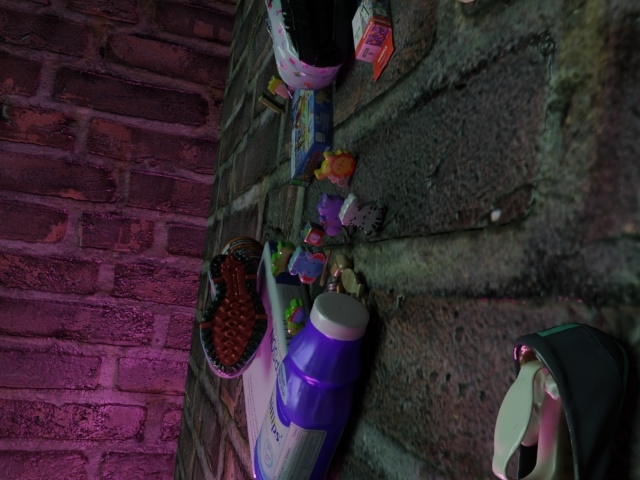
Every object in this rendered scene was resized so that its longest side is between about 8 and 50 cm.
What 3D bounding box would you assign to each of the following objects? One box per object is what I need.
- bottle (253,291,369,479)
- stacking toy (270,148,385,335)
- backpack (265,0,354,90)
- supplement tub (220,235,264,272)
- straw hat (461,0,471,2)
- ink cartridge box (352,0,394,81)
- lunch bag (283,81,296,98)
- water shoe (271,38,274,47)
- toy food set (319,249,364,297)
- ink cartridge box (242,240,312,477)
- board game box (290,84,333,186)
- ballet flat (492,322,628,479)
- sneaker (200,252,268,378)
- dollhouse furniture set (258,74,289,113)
[{"bbox_3d":[-0.012,0.197,0.715,0.118,0.092,0.283,-108,31,-57],"label":"bottle"},{"bbox_3d":[0.000,0.000,0.782,0.221,0.052,0.167,-61,23,21],"label":"stacking toy"},{"bbox_3d":[-0.014,-0.335,0.918,0.115,0.151,0.182,134,129,-71],"label":"backpack"},{"bbox_3d":[-0.161,0.053,1.243,0.198,0.105,0.106,-134,54,-68],"label":"supplement tub"},{"bbox_3d":[0.131,-0.305,0.539,0.144,0.061,0.145,-172,90,-72],"label":"straw hat"},{"bbox_3d":[0.070,-0.278,0.777,0.063,0.029,0.115,124,150,-54],"label":"ink cartridge box"},{"bbox_3d":[-0.048,-0.323,1.142,0.071,0.053,0.083,-100,16,-49],"label":"lunch bag"},{"bbox_3d":[-0.014,-0.405,1.048,0.203,0.080,0.073,-61,5,-21],"label":"water shoe"},{"bbox_3d":[0.031,0.063,0.765,0.122,0.019,0.078,-124,45,-59],"label":"toy food set"},{"bbox_3d":[-0.090,0.224,1.001,0.324,0.071,0.330,-110,34,-56],"label":"ink cartridge box"},{"bbox_3d":[-0.018,-0.215,1.023,0.136,0.035,0.201,129,145,-58],"label":"board game box"},{"bbox_3d":[0.127,0.148,0.329,0.074,0.074,0.203,172,105,-72],"label":"ballet flat"},{"bbox_3d":[-0.137,0.138,0.961,0.262,0.103,0.125,-97,6,-54],"label":"sneaker"},{"bbox_3d":[-0.076,-0.364,1.299,0.152,0.058,0.076,-53,20,21],"label":"dollhouse furniture set"}]
